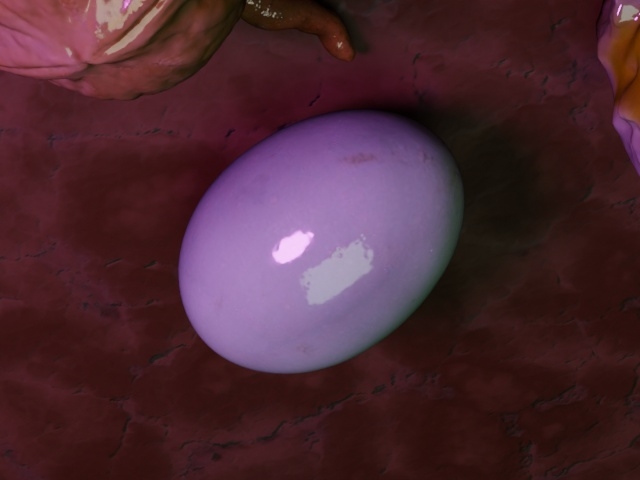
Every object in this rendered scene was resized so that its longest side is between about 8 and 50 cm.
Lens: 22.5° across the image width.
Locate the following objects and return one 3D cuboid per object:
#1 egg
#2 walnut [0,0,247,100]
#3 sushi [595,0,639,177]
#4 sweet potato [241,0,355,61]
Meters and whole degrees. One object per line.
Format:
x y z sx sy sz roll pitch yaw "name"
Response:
0.000 0.000 1.158 0.231 0.168 0.168 -38 127 21 "egg"
-0.135 -0.187 0.929 0.228 0.228 0.228 -4 133 -4 "walnut"
0.355 -0.113 1.020 0.294 0.299 0.281 0 148 -11 "sushi"
-0.045 -0.164 1.086 0.179 0.044 0.044 21 127 -25 "sweet potato"
